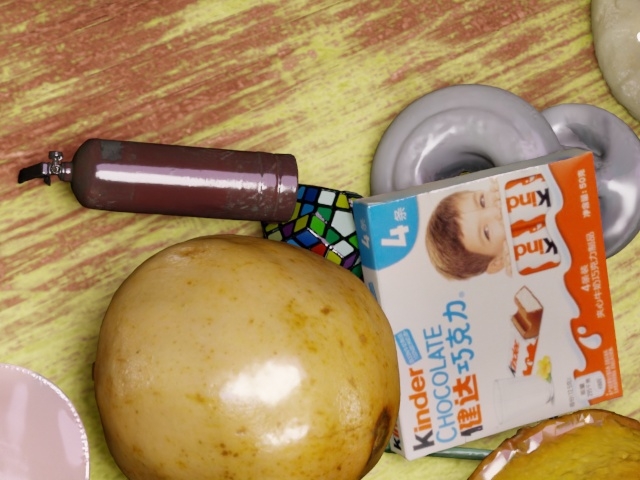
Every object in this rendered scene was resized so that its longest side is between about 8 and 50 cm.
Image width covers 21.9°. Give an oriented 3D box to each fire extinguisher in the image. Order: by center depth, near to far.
[{"bbox_3d":[-0.161,-0.059,1.637,0.267,0.089,0.072,4,81,-15],"label":"fire extinguisher"}]

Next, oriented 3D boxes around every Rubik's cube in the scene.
[{"bbox_3d":[0.000,0.000,1.711,0.133,0.133,0.112,7,96,-26],"label":"Rubik's cube"}]

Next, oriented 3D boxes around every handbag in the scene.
[{"bbox_3d":[-0.307,0.209,1.469,0.179,0.116,0.205,8,69,-24],"label":"handbag"}]

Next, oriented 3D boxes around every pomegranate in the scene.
[{"bbox_3d":[-0.063,0.132,1.526,0.307,0.307,0.307,10,67,-24],"label":"pomegranate"}]

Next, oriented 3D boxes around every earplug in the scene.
[{"bbox_3d":[0.216,-0.060,1.825,0.325,0.175,0.214,2,86,-18],"label":"earplug"}]

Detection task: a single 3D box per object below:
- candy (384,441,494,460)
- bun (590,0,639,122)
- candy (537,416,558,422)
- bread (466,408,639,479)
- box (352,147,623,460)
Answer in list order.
[{"bbox_3d":[0.213,0.224,1.745,0.305,0.091,0.083,6,56,-12],"label":"candy"},{"bbox_3d":[0.470,-0.255,2.033,0.287,0.146,0.287,10,65,-23],"label":"bun"},{"bbox_3d":[0.256,0.208,1.814,0.055,0.049,0.185,1,77,10],"label":"candy"},{"bbox_3d":[0.288,0.365,1.624,0.398,0.215,0.398,-4,101,-21],"label":"bread"},{"bbox_3d":[0.177,0.063,1.703,0.265,0.048,0.273,-15,104,-19],"label":"box"}]
